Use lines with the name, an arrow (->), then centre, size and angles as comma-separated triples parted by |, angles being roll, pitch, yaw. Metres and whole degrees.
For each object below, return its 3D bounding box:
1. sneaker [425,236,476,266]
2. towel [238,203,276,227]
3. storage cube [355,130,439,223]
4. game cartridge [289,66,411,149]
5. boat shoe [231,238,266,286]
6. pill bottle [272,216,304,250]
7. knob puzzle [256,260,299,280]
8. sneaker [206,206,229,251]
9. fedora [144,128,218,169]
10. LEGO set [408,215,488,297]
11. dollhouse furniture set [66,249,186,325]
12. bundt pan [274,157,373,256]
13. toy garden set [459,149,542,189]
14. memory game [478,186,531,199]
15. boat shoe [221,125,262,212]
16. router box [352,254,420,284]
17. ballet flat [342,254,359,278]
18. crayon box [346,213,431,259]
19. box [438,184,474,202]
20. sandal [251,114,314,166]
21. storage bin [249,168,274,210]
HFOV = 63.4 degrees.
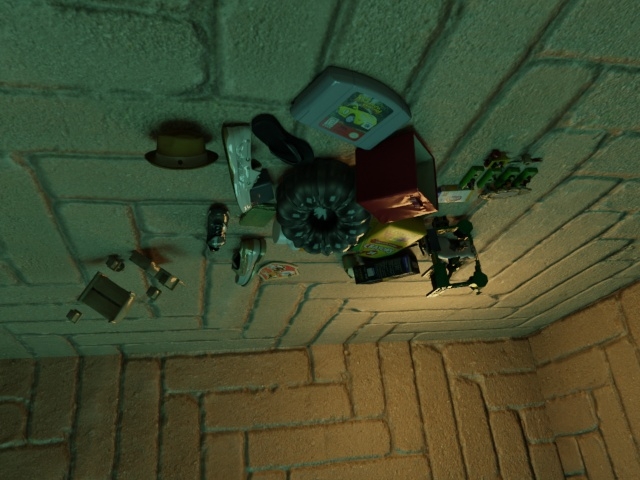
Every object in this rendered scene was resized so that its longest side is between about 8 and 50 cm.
sneaker -> 0.539, 0.066, 2.261 | 0.268, 0.101, 0.153 | 4, 150, -26
towel -> -0.223, -0.090, 1.848 | 0.110, 0.027, 0.148 | 5, 151, -24
storage cube -> 0.229, -0.183, 1.554 | 0.193, 0.215, 0.183 | -13, 155, 29
game cartridge -> 0.092, -0.343, 1.365 | 0.294, 0.060, 0.196 | 14, 144, -36
boat shoe -> -0.312, 0.086, 2.114 | 0.103, 0.113, 0.302 | 6, 141, -22
pill bottle -> -0.045, -0.028, 1.891 | 0.245, 0.137, 0.136 | 5, 152, -22
knob puzzle -> -0.195, 0.143, 2.340 | 0.213, 0.030, 0.213 | -5, 154, -2
sneaker -> -0.366, -0.031, 1.845 | 0.078, 0.106, 0.234 | 1, 154, -17
fedora -> -0.371, -0.248, 1.382 | 0.194, 0.194, 0.079 | -1, 117, -11
LEGO set -> 0.506, 0.085, 2.069 | 0.254, 0.332, 0.192 | -16, 164, -11
dollhouse furniture set -> -0.745, 0.243, 2.032 | 0.303, 0.356, 0.174 | 27, 165, 24
bundt pan -> 0.008, -0.084, 1.632 | 0.330, 0.124, 0.331 | 3, 125, 4
toy garden set -> 0.624, -0.223, 1.740 | 0.244, 0.049, 0.204 | 0, 154, -12
memory game -> 0.654, -0.167, 1.845 | 0.186, 0.012, 0.186 | -5, 174, -1
boat shoe -> -0.211, -0.198, 1.476 | 0.096, 0.098, 0.277 | -14, 134, -11
router box -> 0.296, 0.132, 2.272 | 0.242, 0.081, 0.309 | -14, 172, 15
ballet flat -> 0.142, 0.138, 2.356 | 0.080, 0.073, 0.232 | -12, 154, 12
crayon box -> 0.265, -0.030, 2.025 | 0.202, 0.081, 0.318 | 12, 149, -33
box -> 0.470, -0.167, 1.850 | 0.136, 0.028, 0.081 | -1, 154, -5
sandal -> -0.108, -0.265, 1.474 | 0.097, 0.055, 0.254 | -21, 151, 28
storage bin -> -0.198, -0.162, 1.638 | 0.091, 0.098, 0.135 | -16, 155, -4
